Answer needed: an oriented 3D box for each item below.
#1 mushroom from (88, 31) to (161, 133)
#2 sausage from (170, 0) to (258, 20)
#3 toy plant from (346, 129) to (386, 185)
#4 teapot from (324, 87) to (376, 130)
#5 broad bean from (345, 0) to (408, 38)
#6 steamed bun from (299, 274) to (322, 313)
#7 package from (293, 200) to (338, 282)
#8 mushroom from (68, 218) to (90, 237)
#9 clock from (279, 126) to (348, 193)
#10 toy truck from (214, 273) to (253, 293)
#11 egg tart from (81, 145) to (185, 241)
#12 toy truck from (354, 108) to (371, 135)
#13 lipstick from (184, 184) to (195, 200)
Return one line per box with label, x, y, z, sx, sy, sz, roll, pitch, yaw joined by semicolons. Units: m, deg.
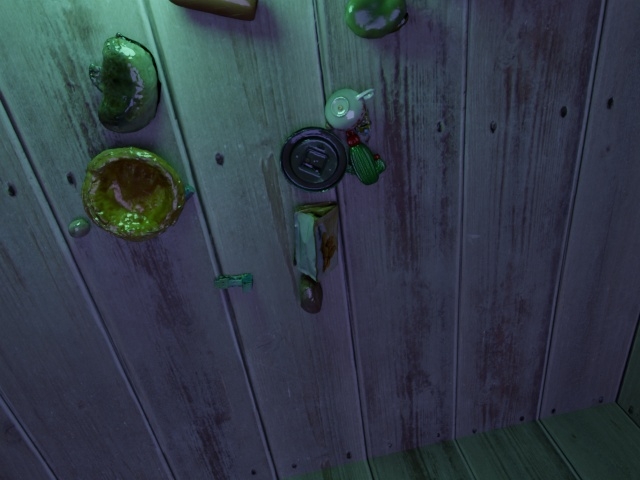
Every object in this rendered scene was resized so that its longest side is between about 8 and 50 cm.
mushroom;-0.692;-0.532;1.644;0.248;0.130;0.344;16;114;-23
sausage;-0.358;-0.820;1.553;0.305;0.121;0.121;6;117;-14
toy plant;0.159;-0.335;1.941;0.240;0.088;0.155;39;126;-13
teapot;0.105;-0.511;1.800;0.246;0.159;0.116;-23;161;19
broad bean;0.204;-0.814;1.684;0.228;0.100;0.169;10;109;-2
steamed bun;-0.051;0.255;2.190;0.107;0.144;0.175;-6;124;10
package;-0.031;-0.006;2.068;0.165;0.221;0.311;16;125;26
mushroom;-0.979;-0.049;1.889;0.068;0.084;0.083;35;113;18
clock;-0.027;-0.328;1.900;0.281;0.055;0.280;0;120;0
toy truck;-0.395;0.199;2.129;0.175;0.081;0.067;-2;117;-10
egg tart;-0.715;-0.181;1.811;0.389;0.169;0.387;-3;114;-7
toy truck;0.170;-0.470;1.870;0.076;0.077;0.111;-20;119;0
lipstick;-0.582;-0.160;1.915;0.158;0.048;0.048;-43;117;13
